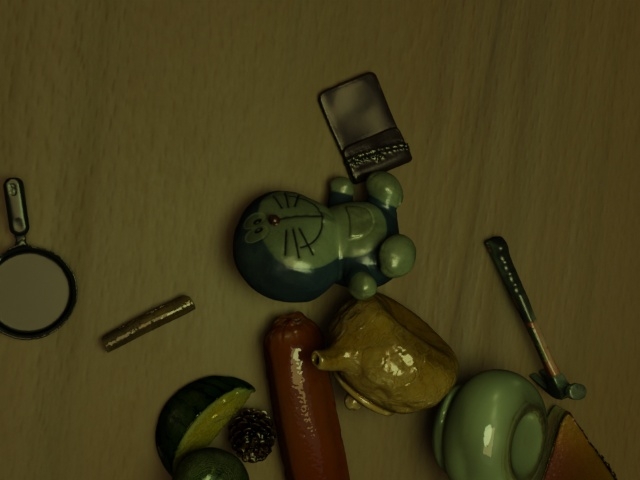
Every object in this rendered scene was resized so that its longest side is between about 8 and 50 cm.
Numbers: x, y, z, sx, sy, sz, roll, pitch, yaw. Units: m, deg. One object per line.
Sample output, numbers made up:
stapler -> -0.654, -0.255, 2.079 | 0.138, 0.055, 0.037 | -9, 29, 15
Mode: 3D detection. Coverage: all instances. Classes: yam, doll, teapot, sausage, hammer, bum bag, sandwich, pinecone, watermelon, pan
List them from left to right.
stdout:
pan -> -0.427, 0.026, 1.266 | 0.136, 0.028, 0.235 | -7, 96, -15
yam -> -0.257, 0.123, 1.311 | 0.145, 0.032, 0.032 | -27, 98, -11
watermelon -> -0.195, 0.267, 1.330 | 0.075, 0.092, 0.181 | 35, 84, 32
pinecone -> -0.105, 0.297, 1.328 | 0.077, 0.083, 0.077 | 1, 104, 5
sausage -> -0.019, 0.285, 1.343 | 0.097, 0.094, 0.348 | -11, 95, -8
doll -> 0.000, 0.000, 1.308 | 0.258, 0.154, 0.228 | 2, 51, -15
bum bag -> 0.071, -0.179, 1.389 | 0.109, 0.026, 0.159 | -25, 97, -11
teapot -> 0.099, 0.193, 1.330 | 0.311, 0.203, 0.167 | 26, 105, -47
teapot -> 0.251, 0.355, 1.357 | 0.220, 0.149, 0.318 | 13, 86, -48
hammer -> 0.342, 0.127, 1.436 | 0.033, 0.111, 0.288 | -23, 89, -16
sandwich -> 0.399, 0.400, 1.470 | 0.162, 0.058, 0.193 | -37, 102, -10

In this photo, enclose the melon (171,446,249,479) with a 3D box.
melon -> -0.160, 0.358, 1.272 | 0.114, 0.167, 0.114 | 2, 75, -6
